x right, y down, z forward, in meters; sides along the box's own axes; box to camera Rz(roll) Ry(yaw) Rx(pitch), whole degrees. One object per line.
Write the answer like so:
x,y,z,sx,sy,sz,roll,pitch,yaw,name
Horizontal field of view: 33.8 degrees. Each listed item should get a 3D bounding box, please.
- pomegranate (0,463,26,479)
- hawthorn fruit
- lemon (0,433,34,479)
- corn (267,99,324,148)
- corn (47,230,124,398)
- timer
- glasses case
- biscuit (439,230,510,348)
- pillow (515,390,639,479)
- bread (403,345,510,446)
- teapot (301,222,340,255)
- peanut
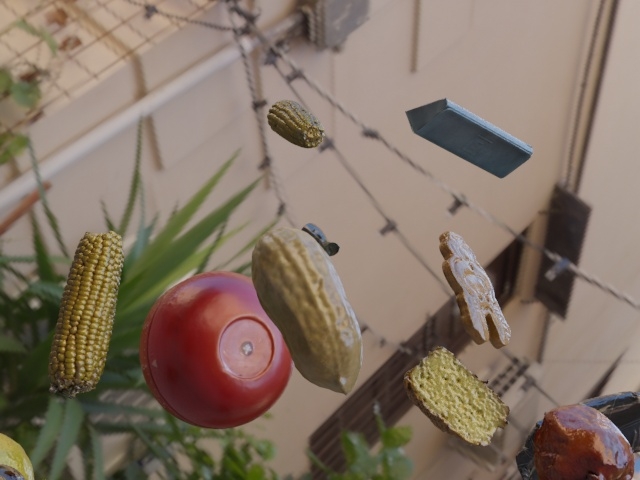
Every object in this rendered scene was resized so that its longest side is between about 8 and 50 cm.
-0.561,0.450,1.846,0.130,0.130,0.130,37,-28,24,pomegranate
0.443,0.370,1.809,0.173,0.173,0.179,133,-59,-64,hawthorn fruit
-0.716,0.498,2.135,0.233,0.288,0.233,8,-76,35,lemon
-0.046,-0.233,2.111,0.080,0.080,0.231,60,-8,-22,corn
-0.431,0.135,1.948,0.115,0.318,0.115,10,-4,1,corn
-0.241,0.262,2.531,0.378,0.378,0.279,55,-31,-12,timer
0.286,-0.189,2.010,0.266,0.056,0.105,21,-23,-40,glasses case
0.278,0.086,1.931,0.144,0.040,0.236,24,44,-53,biscuit
0.583,0.433,2.309,0.092,0.335,0.161,-122,-167,-73,pillow
0.285,0.334,2.244,0.229,0.143,0.139,44,-7,4,bread
0.000,0.000,2.169,0.111,0.043,0.043,37,-24,57,teapot
-0.023,0.135,2.001,0.174,0.158,0.340,-40,-109,46,peanut
